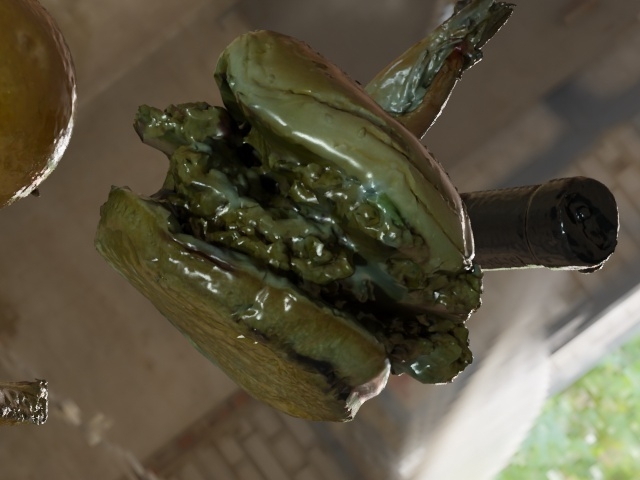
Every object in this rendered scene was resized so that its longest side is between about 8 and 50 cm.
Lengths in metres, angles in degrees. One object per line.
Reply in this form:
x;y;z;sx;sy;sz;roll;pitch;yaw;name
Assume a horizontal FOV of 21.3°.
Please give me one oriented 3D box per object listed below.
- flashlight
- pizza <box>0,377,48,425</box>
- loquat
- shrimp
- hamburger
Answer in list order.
0.123;-0.009;1.301;0.232;0.093;0.093;-6;128;54;flashlight
-0.261;0.082;1.100;0.188;0.204;0.081;-23;67;62;pizza
-0.194;-0.077;0.888;0.141;0.141;0.141;53;-177;-3;loquat
0.066;-0.105;1.181;0.041;0.180;0.099;43;-176;-22;shrimp
0.000;0.000;0.726;0.185;0.131;0.159;44;167;-19;hamburger
